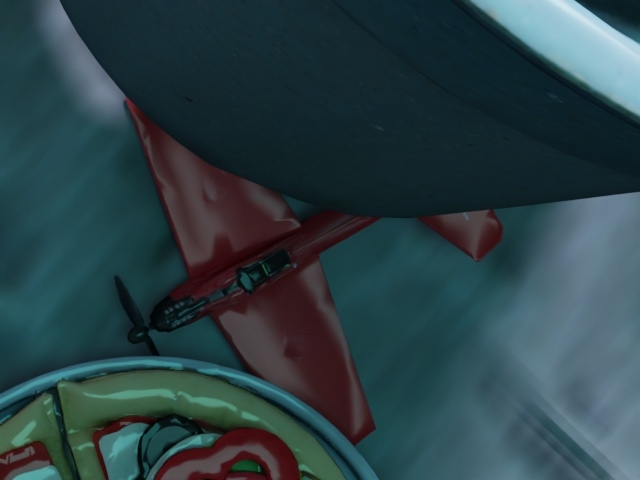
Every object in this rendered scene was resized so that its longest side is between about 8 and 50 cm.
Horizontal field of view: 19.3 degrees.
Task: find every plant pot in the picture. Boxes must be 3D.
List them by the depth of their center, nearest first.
[{"bbox_3d":[0.069,-0.149,0.500,0.341,0.334,0.341,3,82,-18],"label":"plant pot"}]

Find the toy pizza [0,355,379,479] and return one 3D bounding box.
[{"bbox_3d":[-0.060,0.139,0.631,0.201,0.032,0.201,-2,96,-15],"label":"toy pizza"}]

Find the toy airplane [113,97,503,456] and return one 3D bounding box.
[{"bbox_3d":[0.000,0.000,0.656,0.151,0.028,0.151,0,90,-16],"label":"toy airplane"}]
